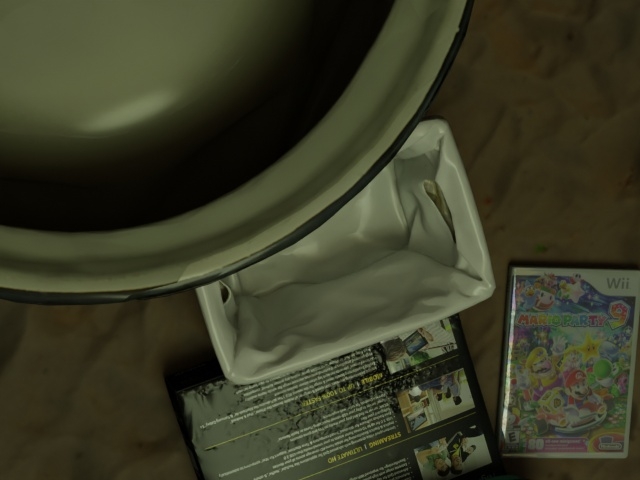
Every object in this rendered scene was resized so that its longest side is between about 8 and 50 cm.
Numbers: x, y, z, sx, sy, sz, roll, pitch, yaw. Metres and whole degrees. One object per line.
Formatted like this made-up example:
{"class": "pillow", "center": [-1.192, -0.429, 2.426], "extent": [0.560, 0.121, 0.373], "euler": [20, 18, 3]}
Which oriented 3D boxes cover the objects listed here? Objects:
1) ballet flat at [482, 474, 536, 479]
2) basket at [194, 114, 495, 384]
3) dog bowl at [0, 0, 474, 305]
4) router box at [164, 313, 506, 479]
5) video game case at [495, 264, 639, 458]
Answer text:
{"class": "ballet flat", "center": [0.008, 0.251, 1.137], "extent": [0.348, 0.123, 0.123], "euler": [-22, 103, -18]}
{"class": "basket", "center": [0.000, 0.000, 1.150], "extent": [0.167, 0.103, 0.113], "euler": [-19, 102, -10]}
{"class": "dog bowl", "center": [-0.126, -0.160, 1.022], "extent": [0.408, 0.150, 0.408], "euler": [1, 80, -5]}
{"class": "router box", "center": [0.011, 0.116, 1.200], "extent": [0.179, 0.046, 0.133], "euler": [-19, 103, -9]}
{"class": "video game case", "center": [0.156, 0.077, 1.245], "extent": [0.087, 0.011, 0.122], "euler": [2, 98, -13]}
